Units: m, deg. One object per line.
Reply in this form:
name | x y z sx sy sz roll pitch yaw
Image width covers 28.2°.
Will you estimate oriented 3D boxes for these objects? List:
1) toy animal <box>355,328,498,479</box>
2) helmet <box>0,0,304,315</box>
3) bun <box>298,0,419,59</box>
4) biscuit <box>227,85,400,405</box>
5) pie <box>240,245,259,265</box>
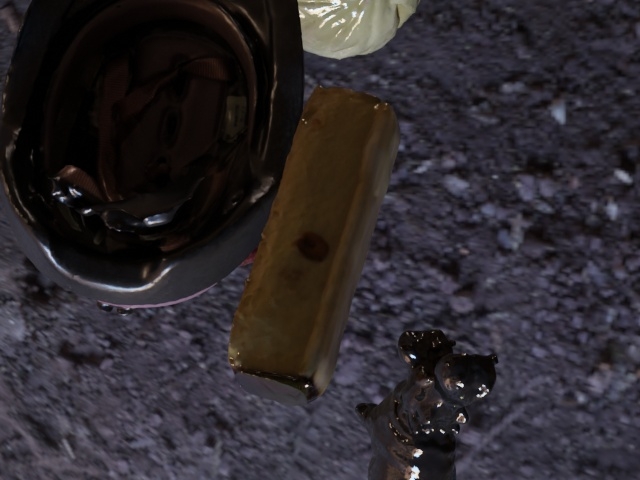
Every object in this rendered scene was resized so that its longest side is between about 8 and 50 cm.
toy animal | 0.111 0.227 1.493 0.106 0.168 0.343 -9 129 -22
helmet | -0.111 -0.068 0.866 0.198 0.154 0.253 10 58 3
bun | 0.028 -0.295 1.189 0.244 0.153 0.244 -7 114 -15
biscuit | 0.000 0.000 0.722 0.052 0.056 0.188 66 36 -60
pie | -0.127 -0.012 1.265 0.219 0.204 0.054 -7 104 11
